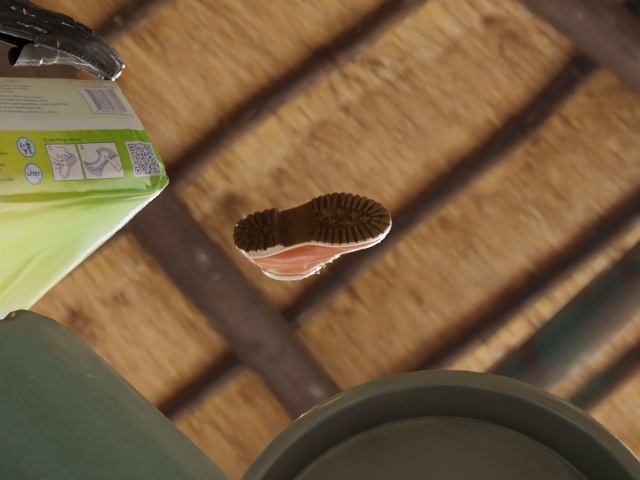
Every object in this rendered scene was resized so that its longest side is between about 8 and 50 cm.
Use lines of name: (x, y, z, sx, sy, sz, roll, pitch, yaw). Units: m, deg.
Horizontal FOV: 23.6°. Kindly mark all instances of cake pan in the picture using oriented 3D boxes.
cake pan: (0.075, 0.224, 0.900, 0.293, 0.293, 0.054, -33, -15, -11)

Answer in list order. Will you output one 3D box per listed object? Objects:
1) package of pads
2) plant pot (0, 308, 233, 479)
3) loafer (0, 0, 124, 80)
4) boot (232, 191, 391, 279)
package of pads: (-0.274, 0.006, 0.967, 0.229, 0.101, 0.296, -6, -27, -50)
plant pot: (-0.083, 0.220, 0.501, 0.341, 0.334, 0.341, -34, -31, -23)
loafer: (-0.332, -0.231, 1.757, 0.223, 0.076, 0.078, 26, -103, -25)
boot: (0.000, 0.000, 1.536, 0.158, 0.059, 0.084, -8, -33, 15)
